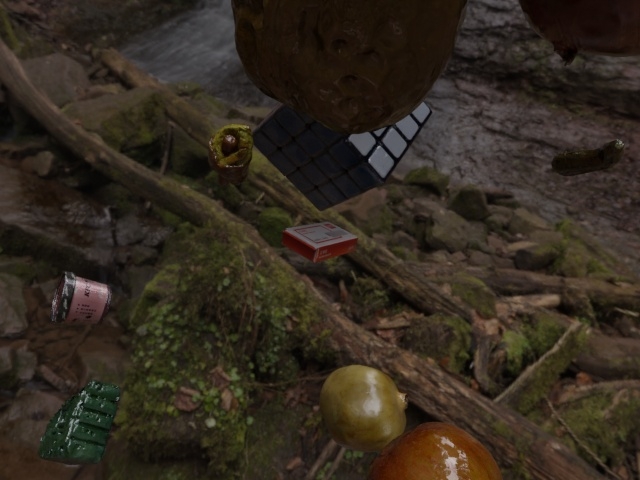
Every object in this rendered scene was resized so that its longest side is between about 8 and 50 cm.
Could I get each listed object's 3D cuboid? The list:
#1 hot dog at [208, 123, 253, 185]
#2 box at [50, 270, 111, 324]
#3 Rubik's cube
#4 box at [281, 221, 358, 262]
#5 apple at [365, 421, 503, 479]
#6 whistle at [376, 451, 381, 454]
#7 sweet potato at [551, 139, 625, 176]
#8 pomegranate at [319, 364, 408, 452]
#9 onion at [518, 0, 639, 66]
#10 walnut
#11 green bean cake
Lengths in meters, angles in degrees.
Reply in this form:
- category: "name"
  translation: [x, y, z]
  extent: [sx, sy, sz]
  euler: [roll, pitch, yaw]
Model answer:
- category: "hot dog"
  translation: [-0.245, -0.213, 1.315]
  extent: [0.123, 0.261, 0.093]
  euler: [42, 59, 12]
- category: "box"
  translation: [-0.689, 0.176, 1.432]
  extent: [0.135, 0.151, 0.151]
  euler: [18, 15, -32]
- category: "Rubik's cube"
  translation: [0.056, -0.343, 1.477]
  extent: [0.337, 0.343, 0.345]
  euler: [45, -31, -17]
- category: "box"
  translation: [0.000, 0.000, 1.402]
  extent: [0.123, 0.050, 0.229]
  euler: [28, 22, 28]
- category: "apple"
  translation: [0.165, 0.375, 0.757]
  extent: [0.211, 0.234, 0.173]
  euler: [-19, 56, -36]
- category: "whistle"
  translation: [0.150, 0.605, 1.552]
  extent: [0.186, 0.039, 0.039]
  euler: [51, 24, 4]
- category: "sweet potato"
  translation: [0.650, -0.196, 1.189]
  extent: [0.081, 0.062, 0.233]
  euler: [2, -2, -13]
- category: "pomegranate"
  translation: [0.110, 0.437, 1.287]
  extent: [0.233, 0.233, 0.233]
  euler: [15, 19, -5]
- category: "onion"
  translation: [0.518, -0.476, 0.852]
  extent: [0.354, 0.353, 0.353]
  euler: [15, 19, -5]
- category: "walnut"
  translation: [0.041, -0.354, 0.747]
  extent: [0.354, 0.397, 0.308]
  euler: [33, 51, 12]
- category: "green bean cake"
  translation: [-0.624, 0.470, 1.275]
  extent: [0.107, 0.208, 0.193]
  euler: [30, 50, -38]
